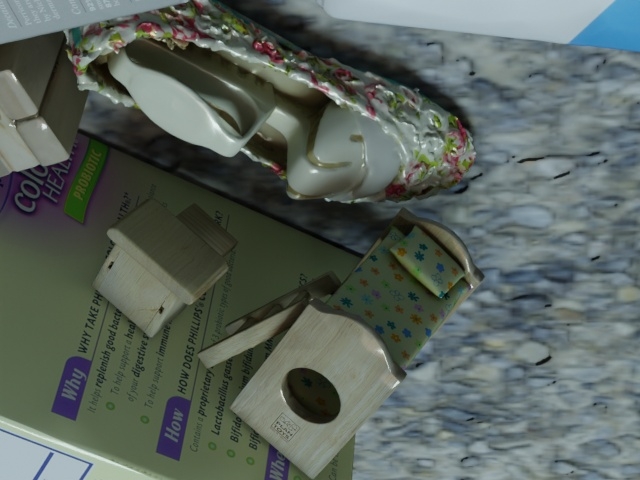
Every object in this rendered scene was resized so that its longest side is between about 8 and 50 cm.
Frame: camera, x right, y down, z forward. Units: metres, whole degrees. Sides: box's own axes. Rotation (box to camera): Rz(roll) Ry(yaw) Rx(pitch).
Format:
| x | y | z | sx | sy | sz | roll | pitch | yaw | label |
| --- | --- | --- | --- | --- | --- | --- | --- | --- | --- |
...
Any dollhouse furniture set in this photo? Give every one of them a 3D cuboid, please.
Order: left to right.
| x | y | z | sx | sy | sz | roll | pitch | yaw | label |
| --- | --- | --- | --- | --- | --- | --- | --- | --- | --- |
| 0.000 | 0.000 | 0.710 | 0.161 | 0.182 | 0.101 | 40 | 129 | 4 | dollhouse furniture set |

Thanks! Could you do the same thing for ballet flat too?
| x | y | z | sx | sy | sz | roll | pitch | yaw | label |
| --- | --- | --- | --- | --- | --- | --- | --- | --- | --- |
| -0.028 | -0.064 | 0.693 | 0.241 | 0.077 | 0.091 | 22 | 132 | -14 | ballet flat |

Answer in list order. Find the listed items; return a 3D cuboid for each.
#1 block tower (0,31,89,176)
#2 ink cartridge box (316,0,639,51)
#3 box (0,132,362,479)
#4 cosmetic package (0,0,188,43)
| x | y | z | sx | sy | sz | roll | pitch | yaw | label |
| --- | --- | --- | --- | --- | --- | --- | --- | --- | --- |
| -0.294 | -0.062 | 0.716 | 0.335 | 0.097 | 0.091 | -15 | 129 | 17 | block tower |
| 0.125 | -0.232 | 0.484 | 0.223 | 0.129 | 0.307 | 7 | 133 | 0 | ink cartridge box |
| -0.108 | 0.073 | 0.733 | 0.243 | 0.213 | 0.117 | 24 | 131 | -16 | box |
| -0.173 | -0.154 | 0.594 | 0.238 | 0.127 | 0.107 | -11 | 131 | 18 | cosmetic package |
